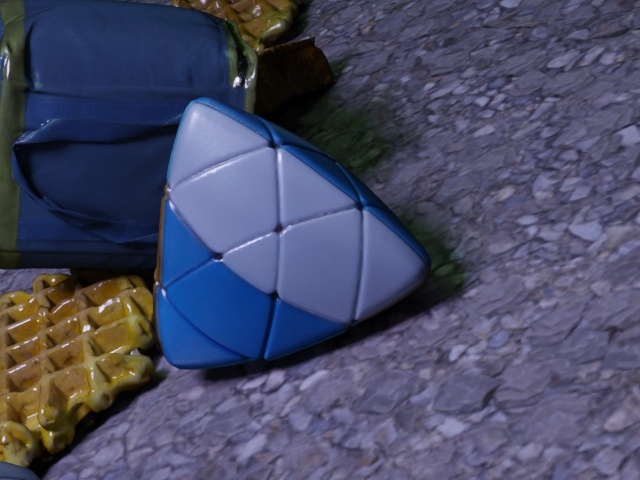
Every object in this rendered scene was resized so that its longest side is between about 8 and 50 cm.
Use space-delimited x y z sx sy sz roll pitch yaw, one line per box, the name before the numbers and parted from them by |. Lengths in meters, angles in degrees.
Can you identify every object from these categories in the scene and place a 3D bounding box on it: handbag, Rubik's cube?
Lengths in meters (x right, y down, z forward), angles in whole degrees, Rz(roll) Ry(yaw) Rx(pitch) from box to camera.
handbag | -0.198 -0.100 1.445 0.241 0.263 0.222 3 20 -14
Rubik's cube | 0.000 0.000 1.315 0.254 0.254 0.254 -22 28 13

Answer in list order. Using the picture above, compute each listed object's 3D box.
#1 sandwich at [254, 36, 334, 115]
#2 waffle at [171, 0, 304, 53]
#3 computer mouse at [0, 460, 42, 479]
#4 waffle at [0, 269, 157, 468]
sandwich | -0.101 -0.163 1.665 0.186 0.065 0.215 -18 8 19
waffle | -0.157 -0.265 1.975 0.282 0.058 0.300 -19 29 18
computer mouse | -0.362 0.294 1.157 0.188 0.122 0.371 -2 41 42
waffle | -0.294 0.123 1.437 0.329 0.062 0.329 -22 29 13
